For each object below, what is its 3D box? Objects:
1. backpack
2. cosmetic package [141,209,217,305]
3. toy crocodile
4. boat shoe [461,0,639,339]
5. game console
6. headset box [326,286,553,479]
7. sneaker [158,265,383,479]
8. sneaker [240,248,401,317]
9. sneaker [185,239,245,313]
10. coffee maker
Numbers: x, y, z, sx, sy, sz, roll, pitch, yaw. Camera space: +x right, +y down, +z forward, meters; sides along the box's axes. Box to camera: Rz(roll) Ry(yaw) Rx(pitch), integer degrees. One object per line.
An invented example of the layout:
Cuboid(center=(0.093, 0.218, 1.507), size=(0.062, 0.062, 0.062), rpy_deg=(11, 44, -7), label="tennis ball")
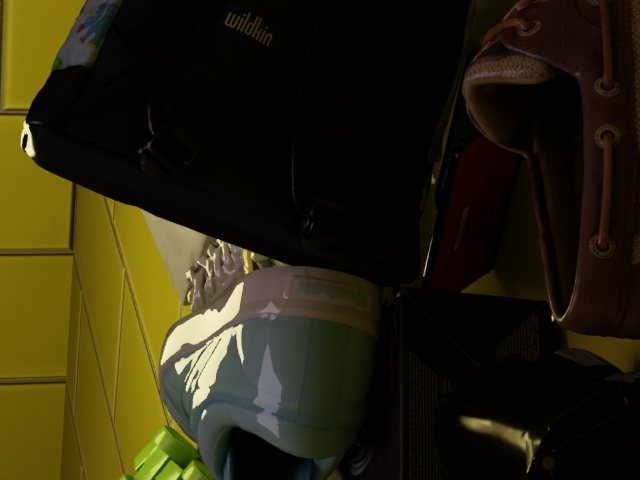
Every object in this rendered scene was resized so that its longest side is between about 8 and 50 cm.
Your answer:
Cuboid(center=(-0.027, -0.171, 1.198), size=(0.273, 0.290, 0.356), rpy_deg=(171, 118, -75), label="backpack")
Cuboid(center=(-0.167, -0.156, 1.971), size=(0.377, 0.097, 0.284), rpy_deg=(65, 157, 23), label="cosmetic package")
Cuboid(center=(-0.179, 0.335, 2.193), size=(0.115, 0.105, 0.340), rpy_deg=(-52, 25, -1), label="toy crocodile")
Cuboid(center=(0.141, -0.096, 0.957), size=(0.123, 0.123, 0.342), rpy_deg=(117, 149, -59), label="boat shoe")
Cuboid(center=(0.092, -0.044, 1.207), size=(0.085, 0.124, 0.144), rpy_deg=(31, 130, 27), label="game console")
Cuboid(center=(0.071, 0.191, 1.196), size=(0.293, 0.110, 0.218), rpy_deg=(117, 157, -63), label="headset box")
Cuboid(center=(-0.055, 0.134, 1.232), size=(0.366, 0.135, 0.150), rpy_deg=(123, 159, -68), label="sneaker")
Cuboid(center=(-0.019, 0.018, 1.401), size=(0.147, 0.145, 0.385), rpy_deg=(-17, -78, -61), label="sneaker")
Cuboid(center=(-0.077, 0.035, 1.585), size=(0.087, 0.092, 0.229), rpy_deg=(-106, 20, -49), label="sneaker")
Cuboid(center=(0.127, 0.120, 0.924), size=(0.178, 0.171, 0.120), rpy_deg=(173, 94, -75), label="coffee maker")
